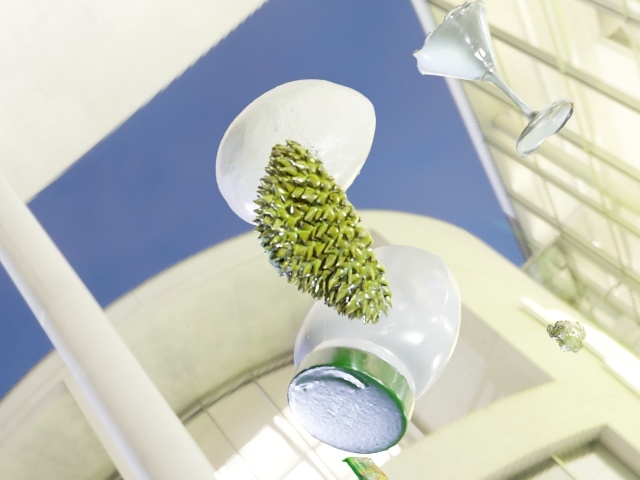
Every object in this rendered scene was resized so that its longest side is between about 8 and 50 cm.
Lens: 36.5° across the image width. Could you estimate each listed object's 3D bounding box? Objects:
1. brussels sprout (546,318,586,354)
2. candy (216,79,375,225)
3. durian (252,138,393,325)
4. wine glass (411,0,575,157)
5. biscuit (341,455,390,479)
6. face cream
[{"bbox_3d":[0.525,0.197,2.080,0.085,0.085,0.058,-37,-56,-12],"label":"brussels sprout"},{"bbox_3d":[-0.042,-0.147,1.493,0.295,0.295,0.185,-43,-69,-5],"label":"candy"},{"bbox_3d":[-0.007,0.005,1.008,0.096,0.137,0.220,-34,-86,-10],"label":"durian"},{"bbox_3d":[0.279,-0.250,1.531,0.156,0.232,0.156,-34,-23,-16],"label":"wine glass"},{"bbox_3d":[0.062,0.302,1.265,0.046,0.089,0.016,7,-78,-21],"label":"biscuit"},{"bbox_3d":[0.095,0.175,1.714,0.219,0.313,0.357,54,-143,-21],"label":"face cream"}]
